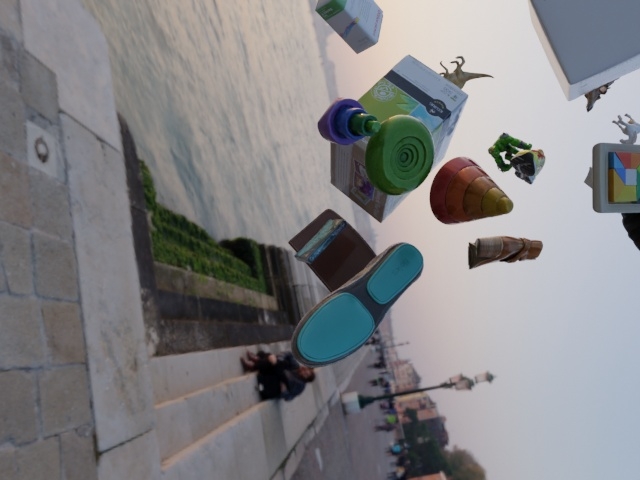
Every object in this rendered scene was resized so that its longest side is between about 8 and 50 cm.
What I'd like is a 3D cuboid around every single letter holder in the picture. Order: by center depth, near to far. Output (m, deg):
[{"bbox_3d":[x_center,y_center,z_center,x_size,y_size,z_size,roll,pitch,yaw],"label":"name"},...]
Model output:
[{"bbox_3d":[0.069,0.060,1.958,0.302,0.214,0.152,48,-1,20],"label":"letter holder"}]

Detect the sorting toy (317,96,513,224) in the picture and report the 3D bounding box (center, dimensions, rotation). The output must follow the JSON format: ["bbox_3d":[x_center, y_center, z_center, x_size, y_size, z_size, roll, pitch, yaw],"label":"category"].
[{"bbox_3d":[0.168,-0.109,0.805,0.126,0.366,0.127,31,-83,56],"label":"sorting toy"}]

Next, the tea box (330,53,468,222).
[{"bbox_3d":[0.210,-0.280,1.535,0.220,0.323,0.329,40,-16,15],"label":"tea box"}]

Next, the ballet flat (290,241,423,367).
[{"bbox_3d":[0.064,0.120,0.952,0.107,0.316,0.106,54,-27,2],"label":"ballet flat"}]

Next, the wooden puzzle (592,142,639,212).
[{"bbox_3d":[0.970,-0.198,1.694,0.044,0.239,0.220,-175,-97,-71],"label":"wooden puzzle"}]

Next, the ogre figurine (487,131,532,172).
[{"bbox_3d":[0.704,-0.337,2.017,0.118,0.097,0.197,41,0,7],"label":"ogre figurine"}]

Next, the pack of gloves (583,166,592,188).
[{"bbox_3d":[1.083,-0.221,2.006,0.195,0.046,0.232,88,-19,-46],"label":"pack of gloves"}]

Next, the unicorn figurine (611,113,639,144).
[{"bbox_3d":[1.041,-0.374,1.804,0.111,0.162,0.060,56,-22,22],"label":"unicorn figurine"}]

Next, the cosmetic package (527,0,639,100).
[{"bbox_3d":[0.853,-0.663,1.624,0.394,0.330,0.327,-15,82,-65],"label":"cosmetic package"}]

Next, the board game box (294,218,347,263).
[{"bbox_3d":[0.000,0.000,1.810,0.026,0.186,0.126,47,-14,-17],"label":"board game box"}]

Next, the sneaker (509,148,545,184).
[{"bbox_3d":[0.625,-0.240,1.587,0.081,0.094,0.208,39,6,20],"label":"sneaker"}]

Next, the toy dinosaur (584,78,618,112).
[{"bbox_3d":[1.086,-0.636,1.983,0.127,0.296,0.200,59,18,21],"label":"toy dinosaur"}]

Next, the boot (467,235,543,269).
[{"bbox_3d":[0.454,0.034,1.335,0.197,0.153,0.072,75,16,-80],"label":"boot"}]

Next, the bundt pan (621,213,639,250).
[{"bbox_3d":[1.312,-0.038,2.017,0.330,0.124,0.331,55,0,0],"label":"bundt pan"}]

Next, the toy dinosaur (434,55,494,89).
[{"bbox_3d":[0.395,-0.475,1.529,0.053,0.183,0.092,-15,95,-78],"label":"toy dinosaur"}]

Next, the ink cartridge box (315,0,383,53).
[{"bbox_3d":[0.097,-0.731,1.704,0.212,0.093,0.154,32,58,-35],"label":"ink cartridge box"}]
